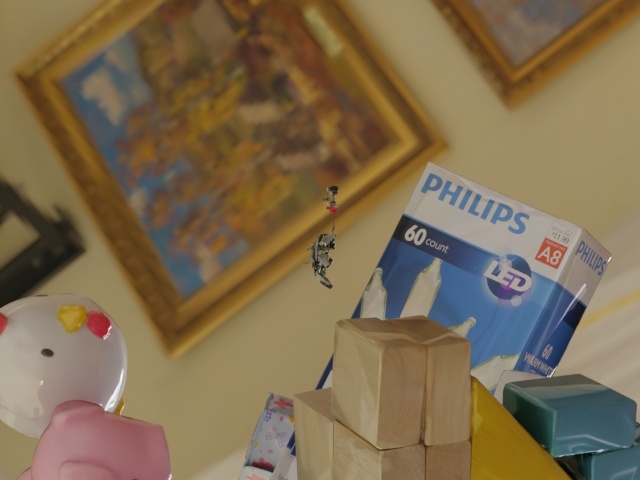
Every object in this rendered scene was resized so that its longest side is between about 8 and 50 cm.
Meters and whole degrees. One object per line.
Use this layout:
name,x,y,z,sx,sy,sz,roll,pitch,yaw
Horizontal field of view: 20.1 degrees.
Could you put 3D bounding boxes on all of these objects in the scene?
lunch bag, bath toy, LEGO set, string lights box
lunch bag,-0.025,0.177,1.468,0.071,0.083,0.053,21,-160,-1
bath toy,-0.146,0.169,1.116,0.129,0.151,0.348,47,-161,-52
LEGO set,0.000,-0.002,1.409,0.054,0.023,0.083,-63,-24,-84
string lights box,0.084,0.092,1.267,0.133,0.260,0.077,25,177,29

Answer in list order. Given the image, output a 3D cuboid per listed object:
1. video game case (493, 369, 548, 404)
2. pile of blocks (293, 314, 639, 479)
video game case,0.106,0.252,1.077,0.269,0.061,0.244,75,-147,-50
pile of blocks,0.116,0.143,0.814,0.362,0.149,0.112,53,168,-26
